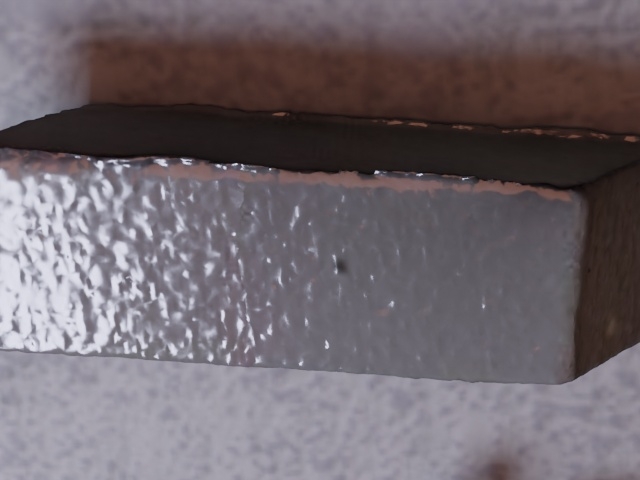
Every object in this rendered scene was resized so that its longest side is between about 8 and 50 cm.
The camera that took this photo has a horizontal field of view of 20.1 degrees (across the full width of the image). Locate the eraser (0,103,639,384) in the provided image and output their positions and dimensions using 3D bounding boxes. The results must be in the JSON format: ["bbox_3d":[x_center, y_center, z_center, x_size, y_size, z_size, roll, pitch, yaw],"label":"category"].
[{"bbox_3d":[0.000,0.000,0.891,0.352,0.077,0.111,3,116,5],"label":"eraser"}]
